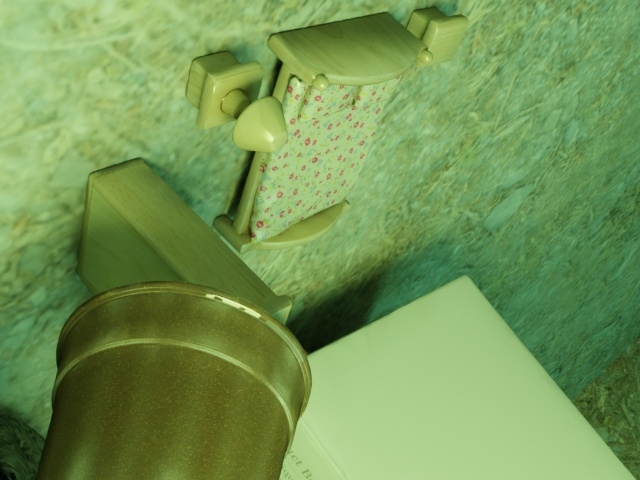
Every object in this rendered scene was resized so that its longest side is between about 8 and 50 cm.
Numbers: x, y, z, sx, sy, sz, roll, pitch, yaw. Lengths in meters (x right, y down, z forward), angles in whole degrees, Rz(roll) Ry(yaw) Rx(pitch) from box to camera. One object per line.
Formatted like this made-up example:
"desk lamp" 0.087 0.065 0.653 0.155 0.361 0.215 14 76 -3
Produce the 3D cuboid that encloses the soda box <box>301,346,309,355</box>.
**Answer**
"soda box" -0.099 0.155 0.967 0.183 0.058 0.063 -22 146 -41

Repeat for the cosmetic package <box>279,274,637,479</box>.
"cosmetic package" 0.076 0.317 1.057 0.327 0.329 0.394 -22 157 -41

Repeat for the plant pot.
"plant pot" -0.095 0.139 0.532 0.165 0.166 0.167 -83 -170 -49

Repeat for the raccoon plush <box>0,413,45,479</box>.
"raccoon plush" -0.311 0.266 0.617 0.299 0.216 0.446 -45 150 -9

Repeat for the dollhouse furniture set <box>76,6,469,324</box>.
"dollhouse furniture set" 0.000 0.000 0.758 0.355 0.174 0.303 -23 147 -40
